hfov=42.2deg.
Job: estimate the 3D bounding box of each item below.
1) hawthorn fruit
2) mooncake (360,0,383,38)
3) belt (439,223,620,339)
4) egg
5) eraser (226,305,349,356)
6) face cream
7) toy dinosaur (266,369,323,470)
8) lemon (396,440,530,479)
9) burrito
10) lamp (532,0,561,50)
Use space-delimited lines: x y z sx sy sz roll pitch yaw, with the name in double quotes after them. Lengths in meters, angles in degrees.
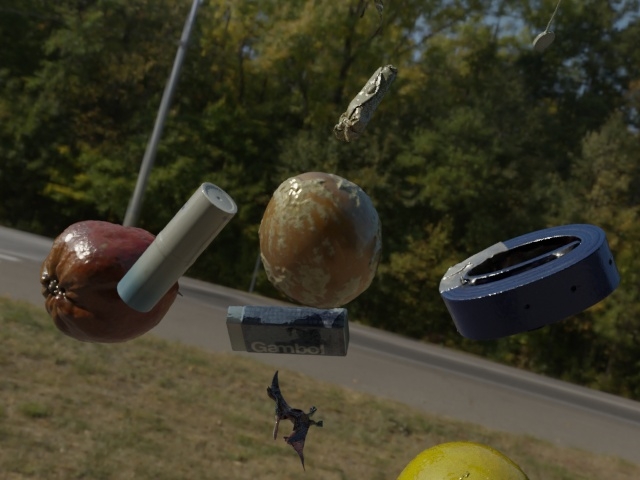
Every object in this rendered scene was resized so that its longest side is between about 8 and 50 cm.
-0.422 0.079 1.655 0.262 0.258 0.258 -27 14 -20 "hawthorn fruit"
0.113 -0.444 1.146 0.057 0.150 0.346 24 -30 1 "mooncake"
0.423 0.080 1.698 0.347 0.117 0.212 -21 23 16 "belt"
0.000 0.000 1.325 0.203 0.203 0.245 13 -41 26 "egg"
-0.056 0.161 1.478 0.213 0.046 0.091 1 -43 7 "eraser"
-0.247 0.014 1.419 0.077 0.250 0.077 37 20 -16 "face cream"
-0.047 0.314 1.469 0.108 0.032 0.220 22 28 -36 "toy dinosaur"
0.162 0.311 0.914 0.174 0.173 0.206 15 -3 -13 "lemon"
0.072 -0.219 1.329 0.041 0.149 0.055 41 -25 -16 "burrito"
0.487 -0.453 1.703 0.050 0.056 0.198 -20 -27 -14 "lamp"
